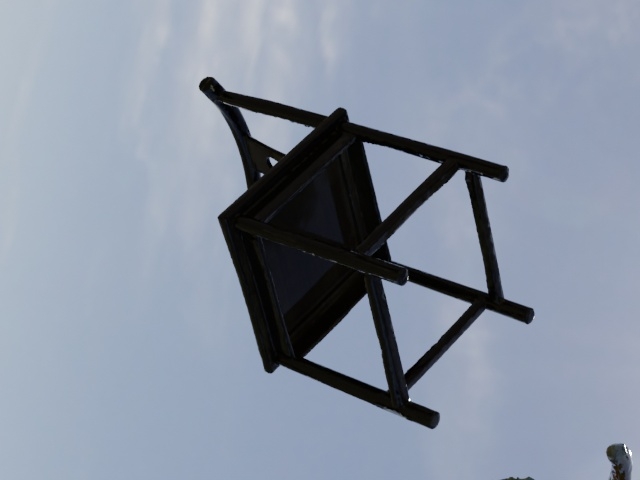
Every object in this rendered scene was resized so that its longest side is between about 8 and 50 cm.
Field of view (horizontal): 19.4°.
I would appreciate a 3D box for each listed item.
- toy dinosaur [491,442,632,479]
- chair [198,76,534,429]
[{"bbox_3d":[0.078,0.154,0.625,0.212,0.057,0.142,57,39,-65],"label":"toy dinosaur"},{"bbox_3d":[0.000,0.000,1.296,0.141,0.260,0.155,-43,136,-33],"label":"chair"}]
